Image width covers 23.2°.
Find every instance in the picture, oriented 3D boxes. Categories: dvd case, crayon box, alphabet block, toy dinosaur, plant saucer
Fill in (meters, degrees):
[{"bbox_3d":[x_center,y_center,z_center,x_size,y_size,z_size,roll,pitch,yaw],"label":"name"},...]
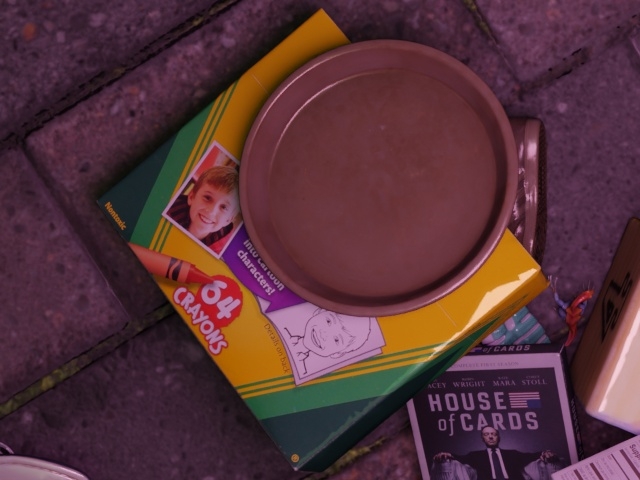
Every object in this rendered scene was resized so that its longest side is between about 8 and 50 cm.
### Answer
[{"bbox_3d":[0.190,0.221,1.668,0.179,0.029,0.238,-4,114,22],"label":"dvd case"},{"bbox_3d":[0.000,0.000,1.605,0.313,0.106,0.363,-41,72,7],"label":"crayon box"},{"bbox_3d":[0.385,0.106,1.623,0.192,0.193,0.197,22,97,-2],"label":"alphabet block"},{"bbox_3d":[0.278,0.074,1.677,0.047,0.082,0.090,-15,97,3],"label":"toy dinosaur"},{"bbox_3d":[0.057,-0.060,1.525,0.278,0.041,0.277,-3,78,14],"label":"plant saucer"}]

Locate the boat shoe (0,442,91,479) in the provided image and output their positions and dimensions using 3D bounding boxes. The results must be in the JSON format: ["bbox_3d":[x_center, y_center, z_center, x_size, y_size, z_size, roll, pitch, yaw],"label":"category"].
[{"bbox_3d":[-0.370,0.276,1.721,0.255,0.079,0.095,-7,99,5],"label":"boat shoe"}]

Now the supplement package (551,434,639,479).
[{"bbox_3d":[0.352,0.345,1.489,0.145,0.204,0.262,-25,119,-1],"label":"supplement package"}]

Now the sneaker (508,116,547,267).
[{"bbox_3d":[0.205,-0.039,1.685,0.071,0.066,0.188,4,94,20],"label":"sneaker"}]

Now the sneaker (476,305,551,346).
[{"bbox_3d":[0.184,0.098,1.699,0.083,0.098,0.223,-34,117,-26],"label":"sneaker"}]
